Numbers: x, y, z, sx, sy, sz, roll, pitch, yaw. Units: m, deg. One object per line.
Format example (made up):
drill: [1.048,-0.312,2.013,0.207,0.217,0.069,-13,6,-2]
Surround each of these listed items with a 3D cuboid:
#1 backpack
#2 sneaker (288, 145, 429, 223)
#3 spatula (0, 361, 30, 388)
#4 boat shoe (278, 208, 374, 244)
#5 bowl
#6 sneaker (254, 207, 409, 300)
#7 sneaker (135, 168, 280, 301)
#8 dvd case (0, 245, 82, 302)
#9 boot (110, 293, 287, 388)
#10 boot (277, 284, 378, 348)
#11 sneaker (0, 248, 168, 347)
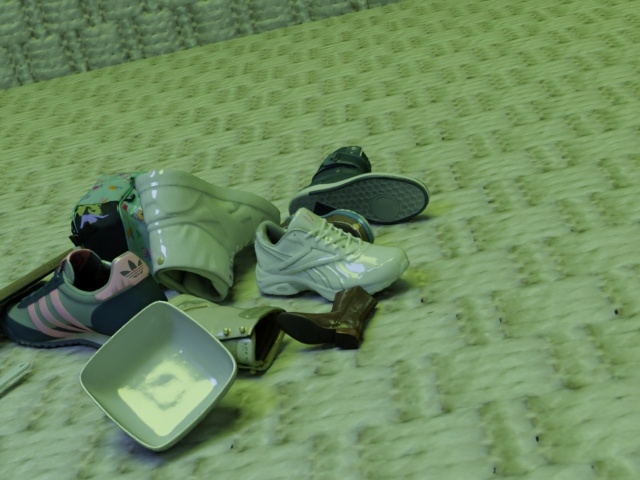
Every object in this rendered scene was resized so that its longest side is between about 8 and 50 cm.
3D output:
backpack: [-0.277,-0.017,1.571,0.144,0.166,0.188,-11,25,4]
sneaker: [0.079,-0.092,1.650,0.226,0.086,0.163,-3,27,27]
spatula: [-0.486,0.217,1.335,0.168,0.019,0.242,-4,22,36]
boat shoe: [0.000,0.000,1.517,0.066,0.066,0.183,-36,21,-34]
bowl: [-0.173,0.154,1.171,0.142,0.053,0.142,37,70,23]
sneaker: [0.003,0.013,1.400,0.232,0.115,0.090,-1,25,28]
sneaker: [-0.149,0.013,1.514,0.108,0.169,0.292,-19,-19,29]
dvd case: [-0.462,0.080,1.561,0.164,0.018,0.221,-27,8,47]
boot: [-0.150,0.133,1.262,0.165,0.077,0.213,3,27,31]
boot: [0.011,0.086,1.307,0.106,0.037,0.114,17,31,6]
sneaker: [-0.330,0.069,1.437,0.318,0.131,0.112,-2,24,36]
